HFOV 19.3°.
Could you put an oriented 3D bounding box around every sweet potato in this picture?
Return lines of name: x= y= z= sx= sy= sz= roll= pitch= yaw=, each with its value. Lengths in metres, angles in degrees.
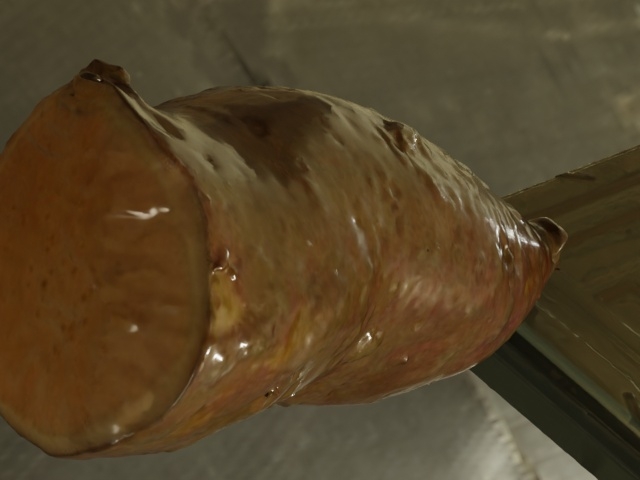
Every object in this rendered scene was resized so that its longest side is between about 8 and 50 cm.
sweet potato: x=-0.001 y=0.003 z=0.733 sx=0.337 sy=0.131 sz=0.131 roll=-5 pitch=72 yaw=-59

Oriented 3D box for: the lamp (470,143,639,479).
lamp: x=0.210 y=0.052 z=0.910 sx=0.269 sy=0.047 sz=0.266 roll=-21 pitch=52 yaw=-41
